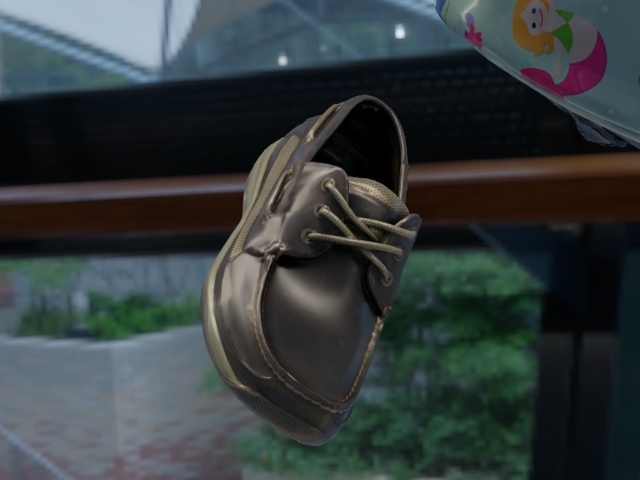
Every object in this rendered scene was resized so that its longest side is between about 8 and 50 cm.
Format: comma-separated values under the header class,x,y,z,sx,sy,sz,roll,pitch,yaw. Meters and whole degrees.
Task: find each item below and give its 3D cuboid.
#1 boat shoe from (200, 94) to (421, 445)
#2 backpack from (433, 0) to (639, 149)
class,x,y,z,sx,sy,sz,roll,pitch,yaw
boat shoe,0.000,0.000,1.255,0.132,0.130,0.355,28,33,-18
backpack,0.180,-0.120,0.655,0.253,0.191,0.225,-9,32,-30
